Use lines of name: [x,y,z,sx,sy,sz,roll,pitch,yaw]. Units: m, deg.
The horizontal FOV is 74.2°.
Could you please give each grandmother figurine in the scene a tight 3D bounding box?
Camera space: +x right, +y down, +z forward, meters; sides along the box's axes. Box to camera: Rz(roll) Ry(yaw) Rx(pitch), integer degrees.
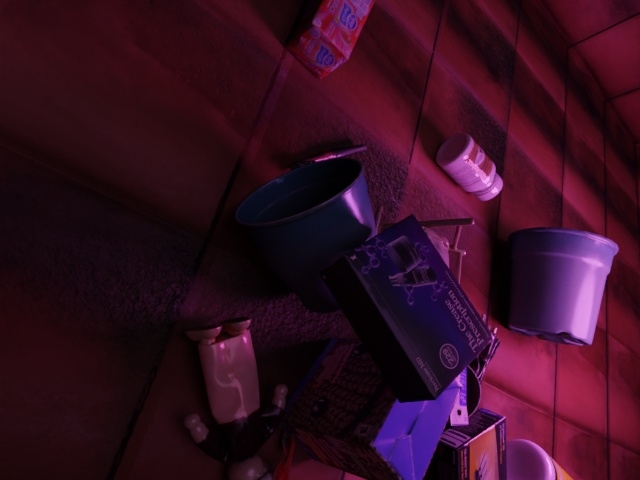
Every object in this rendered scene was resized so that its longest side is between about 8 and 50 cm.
grandmother figurine: [-0.152,0.323,0.795,0.208,0.104,0.342,-8,88,-27]

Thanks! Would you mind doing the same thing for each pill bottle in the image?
pill bottle: [0.502,-0.238,1.410,0.229,0.131,0.131,36,60,-28]
pill bottle: [0.684,0.773,1.300,0.334,0.188,0.188,44,57,-23]

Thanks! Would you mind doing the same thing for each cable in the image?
cable: [0.494,0.382,1.339,0.139,0.072,0.287,45,67,-42]

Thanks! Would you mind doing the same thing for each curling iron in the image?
curling iron: [0.028,-0.207,1.082,0.068,0.035,0.274,42,44,21]

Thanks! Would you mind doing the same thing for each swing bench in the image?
swing bench: [0.240,0.068,1.072,0.165,0.254,0.253,79,23,-53]

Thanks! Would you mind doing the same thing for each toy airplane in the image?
toy airplane: [-0.070,0.449,0.831,0.028,0.151,0.151,5,74,2]

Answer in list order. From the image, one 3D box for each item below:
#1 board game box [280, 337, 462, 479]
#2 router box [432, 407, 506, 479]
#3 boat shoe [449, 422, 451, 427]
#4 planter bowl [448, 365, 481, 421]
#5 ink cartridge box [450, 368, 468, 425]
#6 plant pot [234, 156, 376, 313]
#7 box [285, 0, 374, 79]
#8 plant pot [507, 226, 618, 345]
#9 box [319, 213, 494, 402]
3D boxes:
board game box: [0.092,0.329,0.857,0.141,0.291,0.232,53,53,-16]
router box: [0.407,0.647,1.141,0.243,0.081,0.309,-7,96,-39]
boat shoe: [0.383,0.483,1.215,0.049,0.056,0.152,14,72,-20]
planter bowl: [0.358,0.408,1.154,0.109,0.162,0.162,39,55,-56]
ink cartridge box: [0.315,0.332,1.019,0.206,0.045,0.208,37,52,-54]
plant pot: [0.000,0.000,0.892,0.271,0.271,0.255,-44,123,-36]
box: [0.029,-0.571,1.110,0.128,0.122,0.257,35,61,-27]
plant pot: [0.806,0.169,1.459,0.341,0.341,0.334,23,74,-33]
box: [0.149,0.112,0.734,0.184,0.103,0.261,-30,84,-31]
